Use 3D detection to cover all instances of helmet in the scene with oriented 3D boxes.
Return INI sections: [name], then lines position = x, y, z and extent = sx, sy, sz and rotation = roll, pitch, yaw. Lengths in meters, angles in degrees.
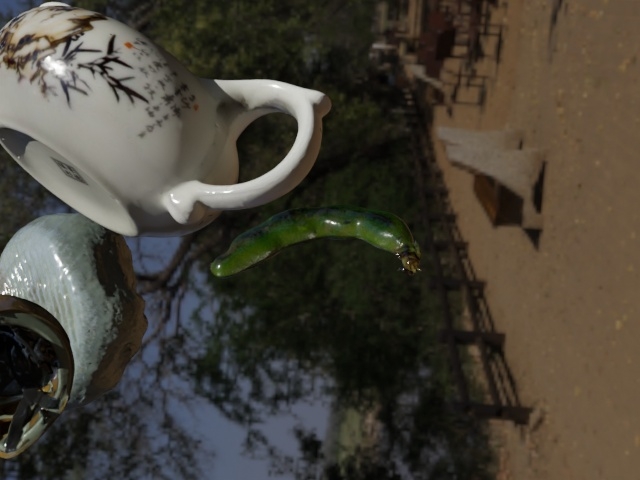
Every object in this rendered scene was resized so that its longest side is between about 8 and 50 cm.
[helmet]
position = -0.402, 0.156, 1.168
extent = 0.198, 0.224, 0.130
rotation = 55, -170, -16

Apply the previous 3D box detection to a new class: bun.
[bun]
position = -0.438, 0.124, 1.686
extent = 0.194, 0.354, 0.355
rotation = -7, -76, -48

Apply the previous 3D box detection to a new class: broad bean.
[broad bean]
position = 0.000, 0.000, 1.291
extent = 0.144, 0.291, 0.049
rotation = -69, -27, -50

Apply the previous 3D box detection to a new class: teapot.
[teapot]
position = -0.136, -0.090, 0.729
extent = 0.166, 0.299, 0.208
rotation = -59, -27, -33
